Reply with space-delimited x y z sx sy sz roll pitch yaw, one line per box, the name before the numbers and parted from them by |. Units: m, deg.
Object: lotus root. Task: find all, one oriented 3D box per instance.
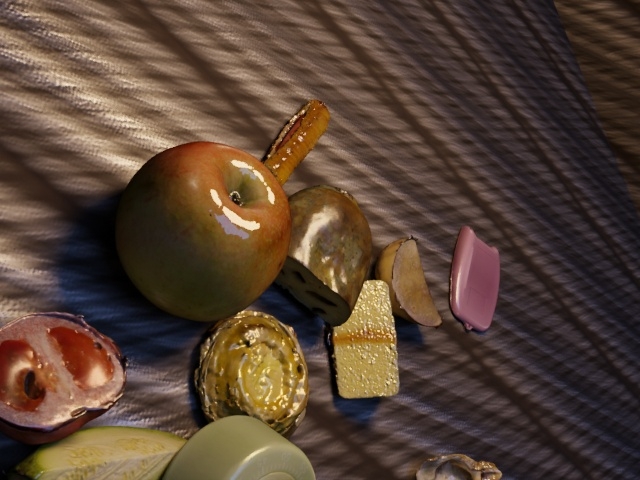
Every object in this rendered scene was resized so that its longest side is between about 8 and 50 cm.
lotus root | 0.014 -0.002 1.550 0.267 0.149 0.260 39 56 -14

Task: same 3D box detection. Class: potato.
potato | 0.195 0.121 1.758 0.138 0.098 0.243 -28 103 -42

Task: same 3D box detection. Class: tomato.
tomato | -0.422 0.217 1.111 0.227 0.112 0.199 -10 57 -47

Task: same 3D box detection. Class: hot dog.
hot dog | -0.052 -0.223 1.647 0.083 0.068 0.289 55 45 -27

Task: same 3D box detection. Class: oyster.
oyster | 0.320 0.581 1.749 0.232 0.107 0.162 -6 92 -28

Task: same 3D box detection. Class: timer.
timer | -0.068 0.467 1.189 0.290 0.315 0.291 -8 101 -47

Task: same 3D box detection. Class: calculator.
calculator | 0.437 0.114 2.035 0.194 0.043 0.294 33 57 -34

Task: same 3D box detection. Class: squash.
squash | -0.340 0.334 1.151 0.288 0.111 0.203 -36 134 -41

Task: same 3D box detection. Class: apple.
apple | -0.197 -0.021 1.286 0.319 0.277 0.319 17 62 -35

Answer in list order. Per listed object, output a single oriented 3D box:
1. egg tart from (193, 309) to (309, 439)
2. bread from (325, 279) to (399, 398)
egg tart | -0.115 0.271 1.410 0.278 0.095 0.279 14 69 -42
bread | 0.110 0.222 1.641 0.178 0.141 0.266 14 68 -58
